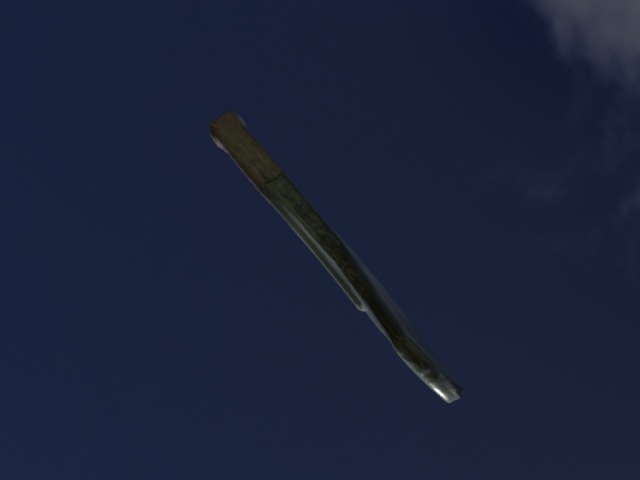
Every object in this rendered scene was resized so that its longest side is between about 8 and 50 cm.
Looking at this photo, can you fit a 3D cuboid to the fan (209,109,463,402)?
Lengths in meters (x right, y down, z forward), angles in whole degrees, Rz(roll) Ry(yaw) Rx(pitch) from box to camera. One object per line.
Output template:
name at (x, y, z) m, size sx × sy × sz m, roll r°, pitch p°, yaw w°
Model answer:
fan at (0.000, 0.000, 0.796) m, size 0.023 × 0.057 × 0.282 m, roll -44°, pitch -142°, yaw 4°
